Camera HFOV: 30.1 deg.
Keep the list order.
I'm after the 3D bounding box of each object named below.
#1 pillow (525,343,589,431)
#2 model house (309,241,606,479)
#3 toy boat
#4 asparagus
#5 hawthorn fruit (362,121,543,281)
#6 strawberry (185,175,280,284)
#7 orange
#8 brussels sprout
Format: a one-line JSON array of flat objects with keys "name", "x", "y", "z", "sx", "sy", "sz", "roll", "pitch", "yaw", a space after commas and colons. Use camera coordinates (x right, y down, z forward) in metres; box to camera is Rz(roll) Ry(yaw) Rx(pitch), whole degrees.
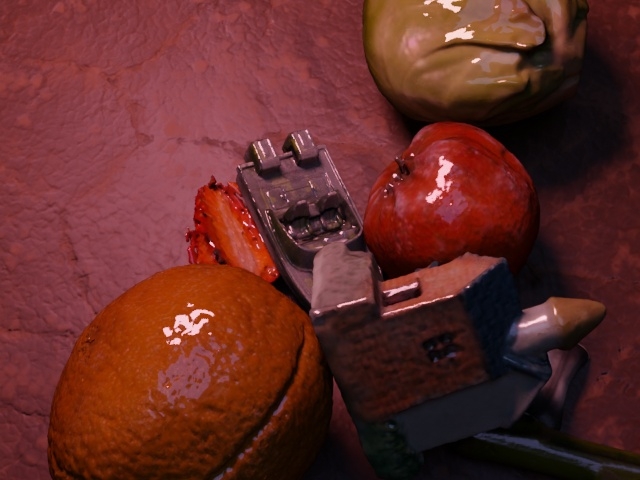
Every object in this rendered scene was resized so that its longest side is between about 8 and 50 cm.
[{"name": "pillow", "x": 0.301, "y": 0.180, "z": 1.573, "sx": 0.091, "sy": 0.055, "sz": 0.136, "roll": 27, "pitch": 72, "yaw": 9}, {"name": "model house", "x": 0.180, "y": 0.110, "z": 1.440, "sx": 0.325, "sy": 0.267, "sz": 0.194, "roll": -17, "pitch": 25, "yaw": 11}, {"name": "toy boat", "x": 0.000, "y": 0.000, "z": 1.625, "sx": 0.141, "sy": 0.092, "sz": 0.319, "roll": -16, "pitch": 70, "yaw": -27}, {"name": "asparagus", "x": 0.303, "y": 0.276, "z": 1.533, "sx": 0.277, "sy": 0.060, "sz": 0.067, "roll": 15, "pitch": 70, "yaw": 5}, {"name": "hawthorn fruit", "x": 0.200, "y": -0.019, "z": 1.585, "sx": 0.271, "sy": 0.242, "sz": 0.242, "roll": 34, "pitch": 70, "yaw": -14}, {"name": "strawberry", "x": -0.129, "y": 0.007, "z": 1.643, "sx": 0.121, "sy": 0.082, "sz": 0.188, "roll": 10, "pitch": 46, "yaw": -37}, {"name": "orange", "x": -0.156, "y": 0.206, "z": 1.428, "sx": 0.322, "sy": 0.322, "sz": 0.357, "roll": 35, "pitch": 80, "yaw": 14}, {"name": "brussels sprout", "x": 0.215, "y": -0.304, "z": 1.677, "sx": 0.328, "sy": 0.247, "sz": 0.328, "roll": -1, "pitch": 83, "yaw": 10}]
